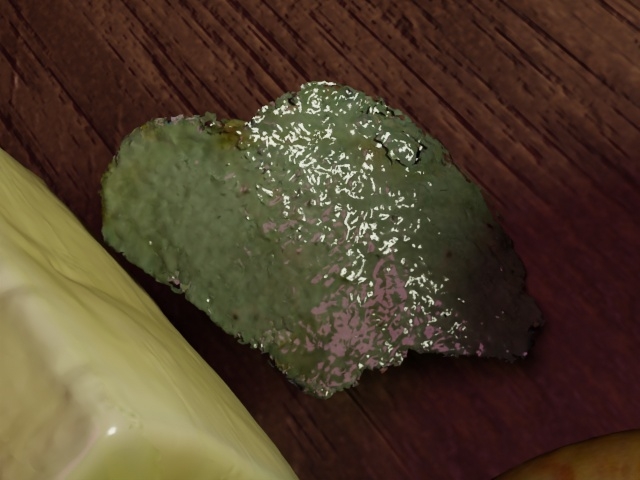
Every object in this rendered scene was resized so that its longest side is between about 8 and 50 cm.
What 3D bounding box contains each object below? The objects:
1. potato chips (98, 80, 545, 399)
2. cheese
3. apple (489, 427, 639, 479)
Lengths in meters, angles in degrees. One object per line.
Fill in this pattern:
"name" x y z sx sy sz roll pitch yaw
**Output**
"potato chips" -0.002 0.000 0.610 0.228 0.059 0.167 -8 84 -7
"cheese" -0.135 0.070 0.569 0.124 0.242 0.265 -46 58 0
"apple" 0.121 0.202 0.434 0.260 0.194 0.261 -7 64 15
